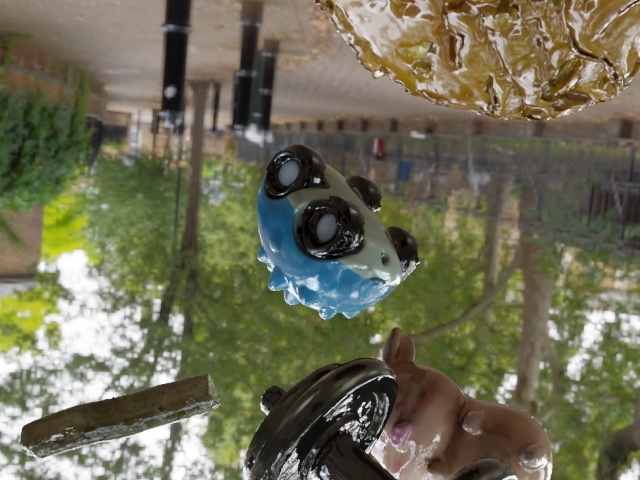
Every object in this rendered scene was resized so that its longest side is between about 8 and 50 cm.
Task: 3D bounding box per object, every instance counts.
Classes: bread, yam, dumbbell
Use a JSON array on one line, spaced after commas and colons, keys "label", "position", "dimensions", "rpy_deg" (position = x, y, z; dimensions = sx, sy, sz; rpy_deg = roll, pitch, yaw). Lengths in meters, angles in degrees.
[{"label": "bread", "position": [0.173, -0.299, 0.866], "dimensions": [0.398, 0.215, 0.398], "rpy_deg": [18, 148, 12]}, {"label": "yam", "position": [-0.319, 0.281, 1.405], "dimensions": [0.317, 0.071, 0.067], "rpy_deg": [-15, 164, -4]}, {"label": "dumbbell", "position": [0.051, 0.225, 0.777], "dimensions": [0.290, 0.192, 0.192], "rpy_deg": [37, -158, 29]}]

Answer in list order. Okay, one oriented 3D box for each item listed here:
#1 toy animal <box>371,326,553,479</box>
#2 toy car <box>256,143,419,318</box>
[{"label": "toy animal", "position": [0.153, 0.232, 1.038], "dimensions": [0.250, 0.167, 0.154], "rpy_deg": [28, 174, 25]}, {"label": "toy car", "position": [0.000, 0.000, 1.231], "dimensions": [0.188, 0.190, 0.255], "rpy_deg": [20, -151, -48]}]
